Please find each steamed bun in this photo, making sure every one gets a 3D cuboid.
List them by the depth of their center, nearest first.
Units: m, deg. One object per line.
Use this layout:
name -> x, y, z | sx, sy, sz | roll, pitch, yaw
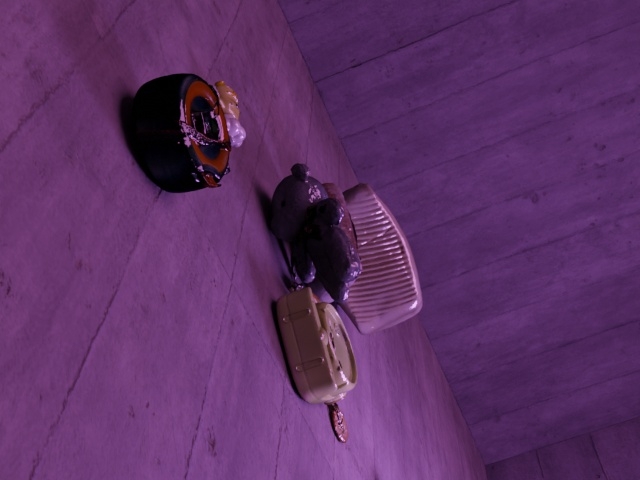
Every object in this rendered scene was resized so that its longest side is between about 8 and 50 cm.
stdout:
steamed bun -> 0.123, 0.053, 2.638 | 0.383, 0.247, 0.236 | 64, 0, 2

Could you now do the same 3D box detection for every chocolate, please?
chocolate -> 0.000, 0.000, 2.396 | 0.100, 0.185, 0.303 | 10, 50, -36

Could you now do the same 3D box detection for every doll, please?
doll -> -0.205, -0.275, 2.124 | 0.106, 0.062, 0.162 | 47, 26, -52
doll -> -0.027, -0.016, 2.234 | 0.246, 0.158, 0.340 | 117, -39, -47

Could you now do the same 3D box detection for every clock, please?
clock -> 0.005, 0.240, 2.113 | 0.308, 0.096, 0.235 | 41, 30, -68

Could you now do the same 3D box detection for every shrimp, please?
shrimp -> 0.037, 0.404, 2.167 | 0.108, 0.023, 0.059 | 68, 20, -5
shrimp -> -0.032, 0.157, 2.261 | 0.180, 0.041, 0.099 | 58, 30, -49

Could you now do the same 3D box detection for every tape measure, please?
tape measure -> -0.231, -0.183, 1.650 | 0.223, 0.135, 0.202 | -39, 117, -73
